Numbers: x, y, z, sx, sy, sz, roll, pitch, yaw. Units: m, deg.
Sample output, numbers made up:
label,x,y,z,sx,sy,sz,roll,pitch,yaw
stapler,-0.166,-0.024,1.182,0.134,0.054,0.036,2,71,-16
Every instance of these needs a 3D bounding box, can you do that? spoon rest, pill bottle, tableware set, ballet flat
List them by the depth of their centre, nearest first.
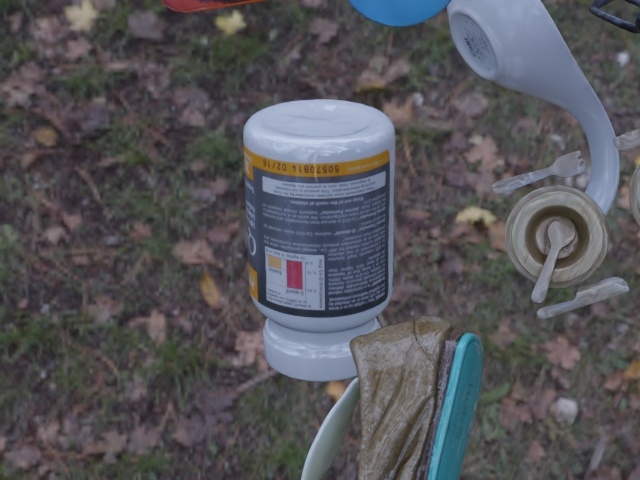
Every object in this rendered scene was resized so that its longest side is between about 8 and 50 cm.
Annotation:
label,x,y,z,sx,sy,sz,roll,pitch,yaw
ballet flat,0.037,0.218,0.874,0.124,0.116,0.342,1,72,24
tableware set,0.245,-0.020,0.977,0.194,0.039,0.128,-20,86,9
spoon rest,0.198,-0.140,1.095,0.084,0.276,0.137,-31,15,-14
pill bottle,0.000,0.000,1.294,0.162,0.278,0.162,0,23,0

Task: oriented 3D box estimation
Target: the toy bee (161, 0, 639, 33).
label,x,y,z,sx,sy,sz,roll,pitch,yaw
toy bee,0.054,-0.210,0.675,0.298,0.162,0.195,-7,24,-17
